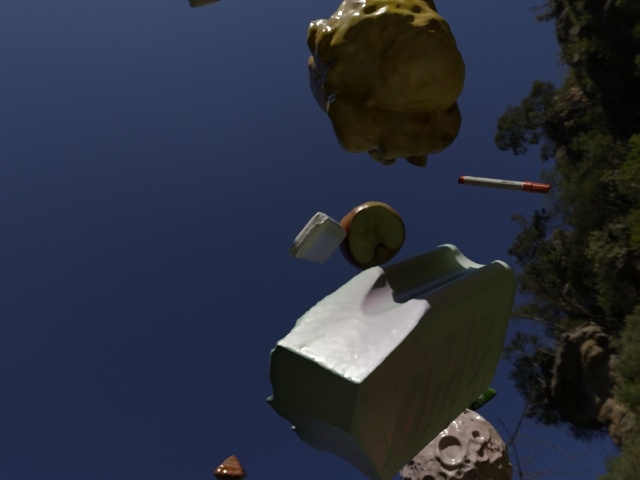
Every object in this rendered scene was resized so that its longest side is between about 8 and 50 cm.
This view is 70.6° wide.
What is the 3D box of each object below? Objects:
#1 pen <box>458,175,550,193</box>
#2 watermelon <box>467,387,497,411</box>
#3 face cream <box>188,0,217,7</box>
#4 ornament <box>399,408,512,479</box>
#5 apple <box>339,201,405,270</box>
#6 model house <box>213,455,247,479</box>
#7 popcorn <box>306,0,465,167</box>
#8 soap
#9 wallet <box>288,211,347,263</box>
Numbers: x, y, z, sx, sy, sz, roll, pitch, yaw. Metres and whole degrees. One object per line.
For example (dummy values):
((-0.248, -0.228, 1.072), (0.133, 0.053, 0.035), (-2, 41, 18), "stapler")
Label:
((0.499, -0.154, 1.241), (0.028, 0.239, 0.028), (-23, -61, -51), "pen")
((0.418, 0.487, 1.295), (0.092, 0.075, 0.181), (33, -61, -14), "watermelon")
((-0.309, -0.702, 1.017), (0.092, 0.092, 0.311), (-22, -57, -9), "face cream")
((0.310, 0.521, 1.038), (0.260, 0.225, 0.259), (-16, -45, -17), "ornament")
((0.141, -0.013, 1.269), (0.195, 0.160, 0.173), (-29, -100, -6), "apple")
((-0.275, 0.635, 0.962), (0.252, 0.294, 0.328), (5, -113, 2), "model house")
((0.086, -0.211, 0.573), (0.192, 0.190, 0.253), (-12, -116, -45), "popcorn")
((0.102, 0.133, 0.534), (0.347, 0.115, 0.208), (-11, -67, -47), "soap")
((0.000, 0.000, 0.845), (0.033, 0.190, 0.095), (42, -84, 16), "wallet")
